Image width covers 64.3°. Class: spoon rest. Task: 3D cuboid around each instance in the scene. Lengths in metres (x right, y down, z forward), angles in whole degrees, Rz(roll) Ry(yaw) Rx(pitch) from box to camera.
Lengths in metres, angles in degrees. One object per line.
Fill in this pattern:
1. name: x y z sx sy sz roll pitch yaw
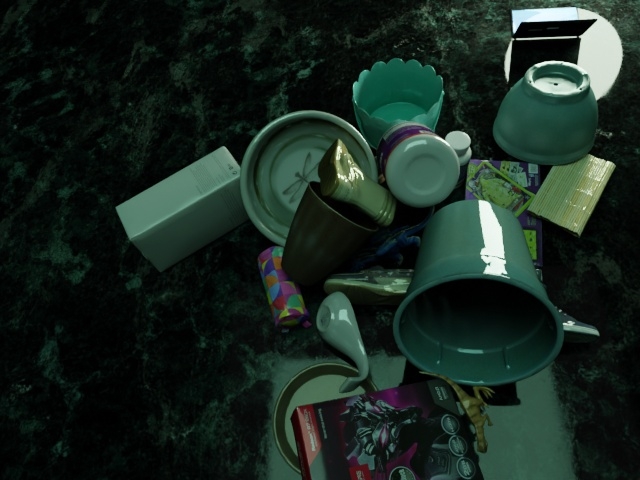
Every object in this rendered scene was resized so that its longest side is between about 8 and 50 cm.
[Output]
1. spoon rest: 0.056 0.250 1.275 0.084 0.137 0.277 14 37 -28

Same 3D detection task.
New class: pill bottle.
1. pill bottle: 0.248 -0.215 1.366 0.181 0.182 0.323 -10 20 4
2. pill bottle: 0.385 -0.234 1.482 0.094 0.169 0.094 -1 59 2

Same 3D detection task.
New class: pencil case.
1. pencil case: -0.103 0.132 1.401 0.104 0.104 0.237 -19 60 -1

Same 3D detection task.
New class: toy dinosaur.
1. toy dinosaur: 0.325 0.355 1.122 0.112 0.064 0.212 -12 62 -40

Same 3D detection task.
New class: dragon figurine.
1. dragon figurine: 0.185 0.000 1.365 0.143 0.289 0.085 7 51 -37

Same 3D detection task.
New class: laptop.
1. laptop: 0.793 -0.778 1.757 0.234 0.264 0.137 2 96 12

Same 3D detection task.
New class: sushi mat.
1. sushi mat: 0.711 -0.150 1.435 0.151 0.019 0.317 29 60 20

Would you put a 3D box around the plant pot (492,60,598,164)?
1. plant pot: 0.670 -0.393 1.491 0.292 0.196 0.293 -4 50 5

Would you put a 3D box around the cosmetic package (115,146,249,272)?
1. cosmetic package: -0.386 -0.091 1.525 0.365 0.197 0.155 -30 57 -10

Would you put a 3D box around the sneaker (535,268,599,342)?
1. sneaker: 0.574 0.158 1.267 0.226 0.086 0.164 11 65 17

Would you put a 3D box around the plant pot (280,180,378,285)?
1. plant pot: 0.000 0.000 1.339 0.215 0.215 0.231 44 110 29

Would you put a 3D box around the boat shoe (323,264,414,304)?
1. boat shoe: 0.153 0.114 1.365 0.284 0.103 0.093 3 55 7

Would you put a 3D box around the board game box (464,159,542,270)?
1. board game box: 0.512 -0.079 1.445 0.208 0.056 0.347 8 61 10

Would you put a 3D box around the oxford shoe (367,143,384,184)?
1. oxford shoe: 0.046 -0.297 1.606 0.363 0.133 0.130 23 66 22

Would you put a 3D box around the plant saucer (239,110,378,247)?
1. plant saucer: -0.034 -0.170 1.490 0.399 0.100 0.401 -1 97 -8

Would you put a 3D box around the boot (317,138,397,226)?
1. boot: 0.101 -0.155 1.353 0.203 0.095 0.262 27 29 -19

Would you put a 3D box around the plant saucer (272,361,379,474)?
1. plant saucer: 0.022 0.433 1.229 0.277 0.041 0.278 -5 58 8

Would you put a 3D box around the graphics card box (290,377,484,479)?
1. graphics card box: 0.138 0.451 1.110 0.370 0.094 0.233 -5 56 -14

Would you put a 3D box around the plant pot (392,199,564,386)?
1. plant pot: 0.354 0.099 1.185 0.340 0.341 0.334 4 38 12

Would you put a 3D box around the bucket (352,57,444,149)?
1. bucket: 0.245 -0.414 1.612 0.280 0.183 0.281 -5 59 8
